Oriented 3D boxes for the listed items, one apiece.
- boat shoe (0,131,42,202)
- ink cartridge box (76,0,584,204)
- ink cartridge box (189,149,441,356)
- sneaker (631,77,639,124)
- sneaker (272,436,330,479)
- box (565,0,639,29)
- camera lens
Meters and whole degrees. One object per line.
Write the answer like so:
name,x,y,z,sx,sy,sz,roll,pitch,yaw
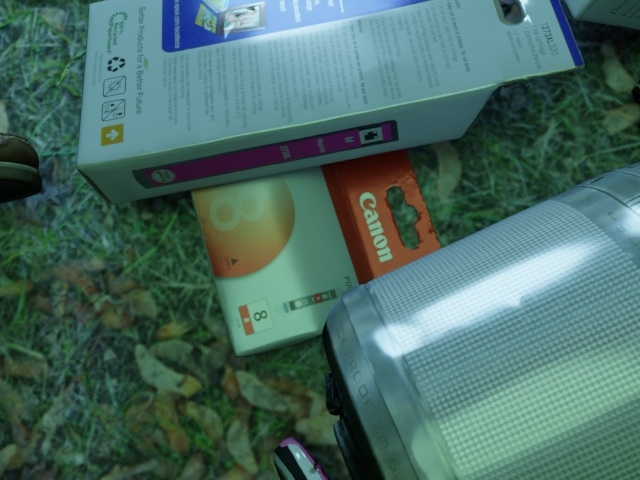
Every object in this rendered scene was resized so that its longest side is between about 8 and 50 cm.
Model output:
boat shoe,-0.383,-0.087,0.563,0.308,0.110,0.104,0,79,7
ink cartridge box,-0.006,-0.148,0.531,0.371,0.069,0.175,-11,61,7
ink cartridge box,0.000,0.000,0.530,0.179,0.045,0.145,-19,77,6
sneaker,0.266,-0.128,0.528,0.037,0.032,0.083,-4,77,6
sneaker,-0.008,0.229,0.471,0.075,0.063,0.170,-22,81,-4
box,0.241,-0.274,0.458,0.119,0.182,0.180,-2,64,-27
camera lens,0.153,0.088,0.400,0.274,0.219,0.219,-25,76,2
